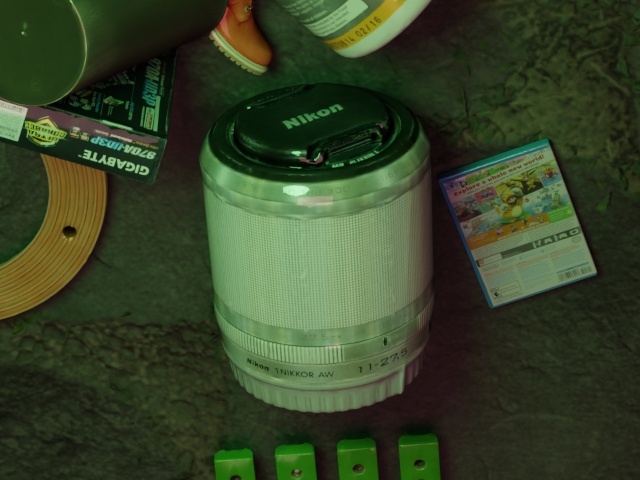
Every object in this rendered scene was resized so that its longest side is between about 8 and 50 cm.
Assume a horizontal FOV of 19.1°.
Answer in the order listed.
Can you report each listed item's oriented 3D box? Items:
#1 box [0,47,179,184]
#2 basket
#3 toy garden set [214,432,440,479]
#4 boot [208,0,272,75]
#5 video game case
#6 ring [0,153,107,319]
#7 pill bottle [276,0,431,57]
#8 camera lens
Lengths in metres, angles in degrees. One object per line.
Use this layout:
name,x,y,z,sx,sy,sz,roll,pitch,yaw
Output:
box,-0.225,-0.145,1.760,0.175,0.220,0.051,16,118,-10
basket,-0.213,-0.216,1.683,0.204,0.227,0.154,30,122,5
toy garden set,0.014,0.305,2.128,0.244,0.049,0.203,-5,119,1
boot,-0.079,-0.231,1.807,0.085,0.059,0.158,-31,115,12
video game case,0.204,-0.016,1.957,0.119,0.015,0.166,-18,119,11
ring,-0.382,-0.062,1.919,0.337,0.032,0.336,0,121,1
pill bottle,-0.022,-0.306,1.702,0.278,0.162,0.162,39,113,-21
camera lens,0.000,0.000,1.847,0.219,0.219,0.274,-3,121,1
